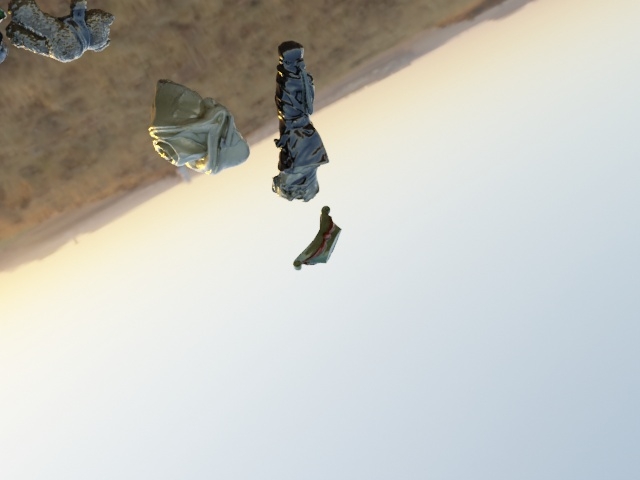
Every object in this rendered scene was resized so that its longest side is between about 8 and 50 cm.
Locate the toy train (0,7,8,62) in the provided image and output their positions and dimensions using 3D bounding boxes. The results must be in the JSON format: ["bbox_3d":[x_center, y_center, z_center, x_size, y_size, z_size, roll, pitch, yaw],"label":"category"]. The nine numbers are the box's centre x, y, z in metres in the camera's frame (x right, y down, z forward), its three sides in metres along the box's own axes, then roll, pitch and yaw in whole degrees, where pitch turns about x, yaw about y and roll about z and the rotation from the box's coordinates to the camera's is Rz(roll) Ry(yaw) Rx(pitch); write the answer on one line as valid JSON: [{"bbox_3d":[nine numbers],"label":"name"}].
[{"bbox_3d":[-0.853,-0.468,1.687,0.248,0.174,0.307,4,172,22],"label":"toy train"}]

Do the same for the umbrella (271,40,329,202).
[{"bbox_3d":[-0.053,-0.253,1.701,0.113,0.358,0.106,-17,-150,-28],"label":"umbrella"}]

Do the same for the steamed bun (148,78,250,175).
[{"bbox_3d":[-0.272,-0.217,1.627,0.211,0.218,0.144,25,-114,30],"label":"steamed bun"}]

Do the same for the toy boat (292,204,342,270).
[{"bbox_3d":[0.001,0.001,1.862,0.089,0.071,0.185,94,20,-63],"label":"toy boat"}]

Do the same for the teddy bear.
[{"bbox_3d":[-0.596,-0.477,1.798,0.251,0.129,0.182,-13,164,-38],"label":"teddy bear"}]
